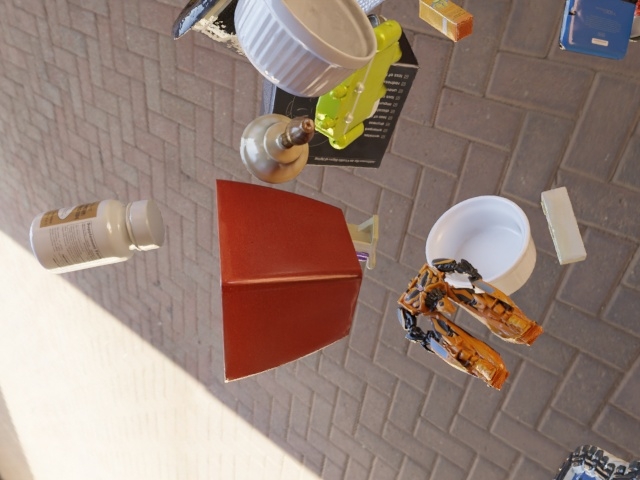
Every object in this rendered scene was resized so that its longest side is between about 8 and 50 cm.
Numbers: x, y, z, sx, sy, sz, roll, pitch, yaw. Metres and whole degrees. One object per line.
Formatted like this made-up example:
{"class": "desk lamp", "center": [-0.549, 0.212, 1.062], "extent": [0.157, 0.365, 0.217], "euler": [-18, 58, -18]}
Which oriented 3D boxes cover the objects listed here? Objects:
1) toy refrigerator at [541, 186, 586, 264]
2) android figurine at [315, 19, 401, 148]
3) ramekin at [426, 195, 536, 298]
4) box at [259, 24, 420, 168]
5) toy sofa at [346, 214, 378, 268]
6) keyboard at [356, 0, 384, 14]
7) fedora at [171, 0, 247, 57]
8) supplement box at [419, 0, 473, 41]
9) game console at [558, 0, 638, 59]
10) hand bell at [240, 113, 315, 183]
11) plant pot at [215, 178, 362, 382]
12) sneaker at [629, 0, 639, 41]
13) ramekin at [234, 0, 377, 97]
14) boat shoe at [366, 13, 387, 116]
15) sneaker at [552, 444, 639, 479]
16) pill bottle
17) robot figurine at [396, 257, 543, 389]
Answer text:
{"class": "toy refrigerator", "center": [0.904, -0.053, 1.817], "extent": [0.094, 0.102, 0.270], "euler": [-15, 75, 21]}
{"class": "android figurine", "center": [0.073, -0.290, 0.923], "extent": [0.056, 0.273, 0.248], "euler": [32, 131, 10]}
{"class": "ramekin", "center": [0.443, 0.028, 1.321], "extent": [0.277, 0.277, 0.135], "euler": [-2, 148, 40]}
{"class": "box", "center": [0.037, -0.536, 1.787], "extent": [0.472, 0.479, 0.297], "euler": [108, 158, -49]}
{"class": "toy sofa", "center": [0.000, 0.000, 1.541], "extent": [0.362, 0.150, 0.177], "euler": [10, 120, 1]}
{"class": "keyboard", "center": [0.130, -0.692, 1.395], "extent": [0.256, 0.014, 0.072], "euler": [-24, 86, 33]}
{"class": "fedora", "center": [-0.148, -0.469, 0.961], "extent": [0.334, 0.334, 0.152], "euler": [-16, 134, 44]}
{"class": "supplement box", "center": [0.461, -0.830, 1.794], "extent": [0.233, 0.078, 0.080], "euler": [55, 172, 37]}
{"class": "game console", "center": [0.751, -0.666, 1.409], "extent": [0.173, 0.293, 0.250], "euler": [29, 119, 58]}
{"class": "hand bell", "center": [-0.049, -0.161, 0.760], "extent": [0.126, 0.126, 0.242], "euler": [63, 167, -9]}
{"class": "plant pot", "center": [-0.066, 0.066, 0.889], "extent": [0.267, 0.235, 0.267], "euler": [-105, 17, -45]}
{"class": "sneaker", "center": [0.953, -0.727, 1.410], "extent": [0.145, 0.270, 0.090], "euler": [36, 176, -33]}
{"class": "ramekin", "center": [-0.028, -0.311, 0.713], "extent": [0.109, 0.207, 0.207], "euler": [-37, 90, 39]}
{"class": "boat shoe", "center": [0.132, -0.519, 1.419], "extent": [0.109, 0.091, 0.305], "euler": [11, 92, 42]}
{"class": "sneaker", "center": [0.396, 0.322, 0.531], "extent": [0.147, 0.130, 0.330], "euler": [36, 169, 8]}
{"class": "pill bottle", "center": [-0.450, -0.015, 0.998], "extent": [0.229, 0.131, 0.131], "euler": [-11, 114, 0]}
{"class": "robot figurine", "center": [0.279, 0.149, 0.983], "extent": [0.211, 0.085, 0.291], "euler": [-55, 46, 1]}
